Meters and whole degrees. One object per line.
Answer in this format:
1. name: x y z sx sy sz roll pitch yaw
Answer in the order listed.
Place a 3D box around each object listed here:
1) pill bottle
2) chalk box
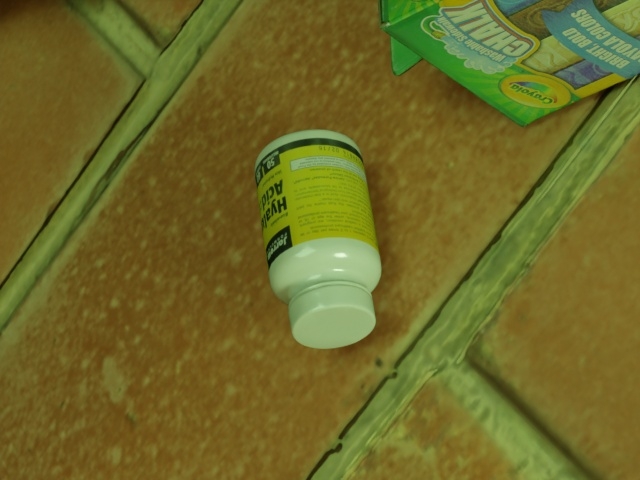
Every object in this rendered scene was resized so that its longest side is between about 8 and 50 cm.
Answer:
1. pill bottle: 0.000 0.000 0.985 0.065 0.065 0.116 -30 52 29
2. chalk box: 0.112 -0.158 0.912 0.213 0.132 0.132 -23 55 33
